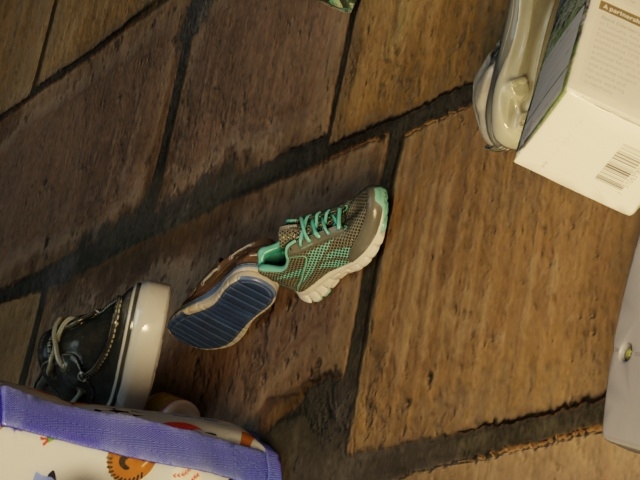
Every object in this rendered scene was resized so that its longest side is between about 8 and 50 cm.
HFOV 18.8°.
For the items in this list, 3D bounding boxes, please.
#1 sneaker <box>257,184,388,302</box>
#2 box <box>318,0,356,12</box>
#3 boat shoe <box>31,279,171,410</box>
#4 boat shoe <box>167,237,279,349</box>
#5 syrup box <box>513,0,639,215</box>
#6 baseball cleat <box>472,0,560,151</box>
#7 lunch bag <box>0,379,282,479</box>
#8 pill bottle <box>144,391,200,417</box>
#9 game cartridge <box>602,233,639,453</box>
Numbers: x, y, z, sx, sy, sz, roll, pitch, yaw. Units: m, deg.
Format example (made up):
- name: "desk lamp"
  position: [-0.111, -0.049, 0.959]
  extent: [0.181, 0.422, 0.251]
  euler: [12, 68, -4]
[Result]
- name: "sneaker"
  position: [0.000, 0.000, 1.763]
  extent: [0.166, 0.076, 0.065]
  euler: [-45, 35, 42]
- name: "box"
  position: [0.038, -0.414, 2.016]
  extent: [0.322, 0.058, 0.232]
  euler: [-67, 25, 11]
- name: "boat shoe"
  position: [-0.240, 0.133, 2.017]
  extent: [0.335, 0.119, 0.121]
  euler: [124, 161, -56]
- name: "boat shoe"
  position: [-0.089, 0.054, 1.933]
  extent: [0.183, 0.066, 0.066]
  euler: [-33, 32, 49]
- name: "syrup box"
  position: [0.216, -0.147, 1.335]
  extent: [0.093, 0.096, 0.237]
  euler: [122, 170, -55]
- name: "baseball cleat"
  position: [0.166, -0.172, 1.561]
  extent: [0.109, 0.072, 0.206]
  euler: [-7, 62, 70]
- name: "lunch bag"
  position: [-0.263, 0.253, 1.815]
  extent: [0.385, 0.328, 0.239]
  euler: [-36, 46, 48]
- name: "pill bottle"
  position: [-0.157, 0.180, 1.988]
  extent: [0.083, 0.043, 0.043]
  euler: [10, 81, 64]
- name: "game cartridge"
  position: [0.276, 0.005, 1.230]
  extent: [0.196, 0.060, 0.294]
  euler: [12, 82, 61]
